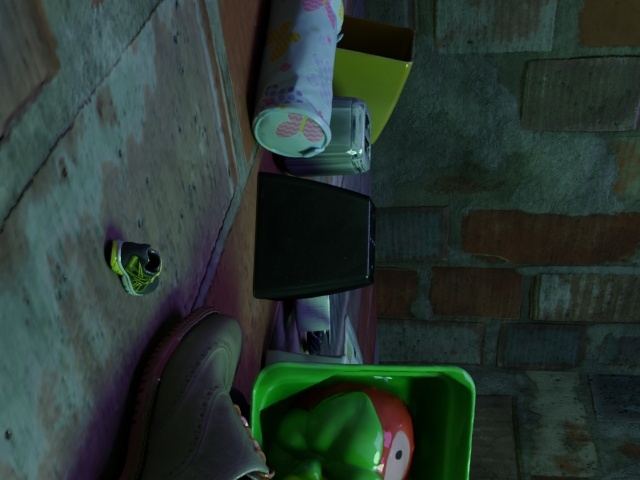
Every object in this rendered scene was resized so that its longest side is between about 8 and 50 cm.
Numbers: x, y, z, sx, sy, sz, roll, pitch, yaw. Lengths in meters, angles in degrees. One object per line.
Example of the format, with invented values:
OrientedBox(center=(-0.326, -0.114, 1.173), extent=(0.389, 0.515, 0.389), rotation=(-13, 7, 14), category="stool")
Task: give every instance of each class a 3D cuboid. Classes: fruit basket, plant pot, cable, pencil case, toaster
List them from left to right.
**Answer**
OrientedBox(center=(-0.030, -0.257, 1.128), extent=(0.124, 0.113, 0.273), rotation=(45, 44, -48), category="pencil case")
OrientedBox(center=(-0.014, 0.166, 1.563), extent=(0.184, 0.047, 0.150), rotation=(-69, 163, -74), category="cable")
OrientedBox(center=(0.000, 0.000, 1.189), extent=(0.187, 0.167, 0.188), rotation=(38, 52, -80), category="plant pot")
OrientedBox(center=(0.007, -0.176, 1.283), extent=(0.227, 0.146, 0.129), rotation=(27, 63, -81), category="toaster")
OrientedBox(center=(0.025, 0.305, 0.755), extent=(0.392, 0.283, 0.392), rotation=(-176, -90, -74), category="fruit basket")
OrientedBox(center=(0.056, -0.306, 1.465), extent=(0.212, 0.212, 0.187), rotation=(-76, 177, -58), category="plant pot")

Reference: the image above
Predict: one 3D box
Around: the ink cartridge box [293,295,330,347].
OrientedBox(center=(-0.018, 0.094, 1.366), extent=(0.104, 0.061, 0.181), rotation=(-104, -169, -70), category="ink cartridge box")

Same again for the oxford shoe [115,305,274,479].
OrientedBox(center=(-0.098, 0.188, 0.656), extent=(0.348, 0.130, 0.123), rotation=(-78, 166, -52), category="oxford shoe")

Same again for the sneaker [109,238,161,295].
OrientedBox(center=(-0.147, 0.025, 0.634), extent=(0.083, 0.035, 0.031), rotation=(71, 22, -67), category="sneaker")

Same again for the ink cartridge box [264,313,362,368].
OrientedBox(center=(-0.009, 0.287, 1.274), extent=(0.309, 0.130, 0.272), rotation=(73, 22, -66), category="ink cartridge box")

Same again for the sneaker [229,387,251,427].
OrientedBox(center=(-0.105, 0.211, 0.896), extent=(0.059, 0.053, 0.144), rotation=(-82, 177, -46), category="sneaker")
